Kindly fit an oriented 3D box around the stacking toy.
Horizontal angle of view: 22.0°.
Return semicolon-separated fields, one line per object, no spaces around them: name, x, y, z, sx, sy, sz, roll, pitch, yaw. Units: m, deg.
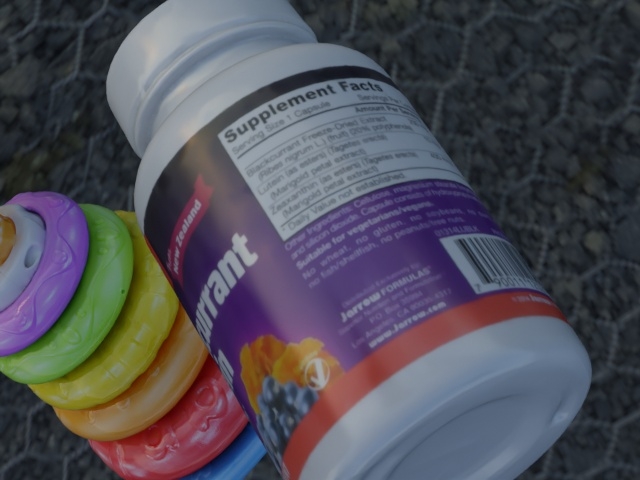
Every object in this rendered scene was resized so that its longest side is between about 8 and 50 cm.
stacking toy;-0.152;0.031;0.980;0.166;0.175;0.302;-49;131;8

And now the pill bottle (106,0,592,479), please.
pill bottle;0.000;0.000;0.580;0.108;0.108;0.193;-38;60;8
